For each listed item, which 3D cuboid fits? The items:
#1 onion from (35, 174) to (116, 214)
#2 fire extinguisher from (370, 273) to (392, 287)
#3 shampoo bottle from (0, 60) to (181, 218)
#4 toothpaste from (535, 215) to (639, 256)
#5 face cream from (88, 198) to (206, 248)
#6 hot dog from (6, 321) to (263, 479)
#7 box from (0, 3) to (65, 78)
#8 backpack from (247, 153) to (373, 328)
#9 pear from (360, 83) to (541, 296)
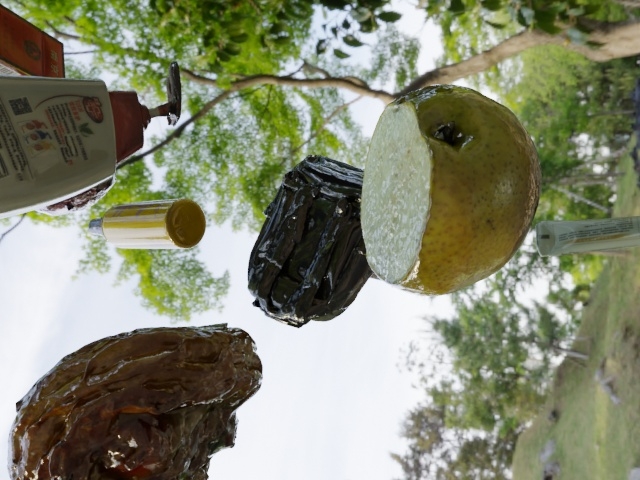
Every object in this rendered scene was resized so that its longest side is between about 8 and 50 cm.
[{"bbox_3d":[-0.656,-0.179,1.476,0.252,0.252,0.219,-23,-87,-57],"label":"onion"},{"bbox_3d":[0.091,0.043,1.113,0.045,0.157,0.078,96,-173,-64],"label":"fire extinguisher"},{"bbox_3d":[-0.269,-0.121,0.599,0.284,0.071,0.153,-23,-82,-36],"label":"shampoo bottle"},{"bbox_3d":[0.459,-0.014,0.859,0.037,0.255,0.067,54,-143,-49],"label":"toothpaste"},{"bbox_3d":[-0.305,-0.025,0.957,0.078,0.273,0.078,0,-90,-50],"label":"face cream"},{"bbox_3d":[-0.119,0.130,0.428,0.161,0.099,0.227,-68,-21,3],"label":"hot dog"},{"bbox_3d":[-0.717,-0.449,1.354,0.239,0.074,0.153,27,-133,-66],"label":"box"},{"bbox_3d":[0.000,0.000,0.809,0.258,0.206,0.133,-62,-27,-8],"label":"backpack"},{"bbox_3d":[0.090,-0.030,0.379,0.141,0.103,0.141,180,90,-79],"label":"pear"}]
